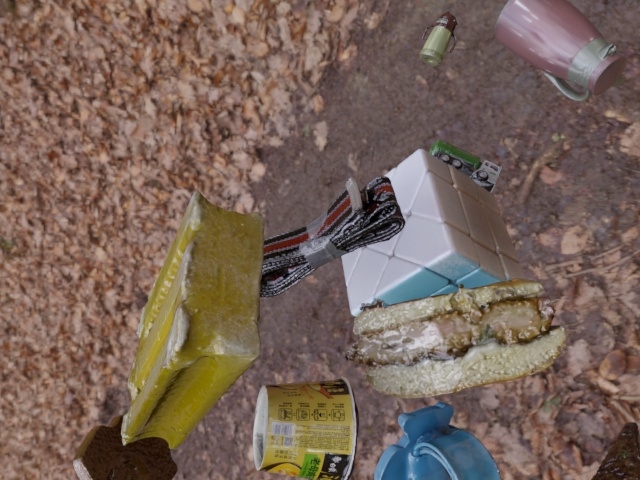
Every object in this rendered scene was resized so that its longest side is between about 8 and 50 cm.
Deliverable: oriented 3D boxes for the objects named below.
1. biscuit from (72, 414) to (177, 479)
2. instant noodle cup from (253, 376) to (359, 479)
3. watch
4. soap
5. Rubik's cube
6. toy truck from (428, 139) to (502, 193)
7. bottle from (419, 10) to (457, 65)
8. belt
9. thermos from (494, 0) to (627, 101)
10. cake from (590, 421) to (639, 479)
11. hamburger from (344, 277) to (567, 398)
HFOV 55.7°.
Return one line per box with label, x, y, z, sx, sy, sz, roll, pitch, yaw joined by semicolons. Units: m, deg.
biscuit;-0.338;0.401;1.096;0.034;0.215;0.182;-31;87;25
instant noodle cup;-0.025;0.260;0.843;0.151;0.122;0.151;-170;90;-76
watch;0.225;0.413;1.071;0.193;0.211;0.211;30;114;57
soap;-0.160;0.111;0.727;0.315;0.091;0.199;128;148;-46
Rubik's cube;0.265;0.026;1.508;0.322;0.316;0.318;-36;45;32
toy truck;0.468;-0.241;2.005;0.242;0.125;0.101;27;144;9
bottle;0.231;-0.389;1.166;0.047;0.063;0.101;16;80;60
belt;0.000;0.000;1.199;0.359;0.126;0.094;-30;44;20
thermos;0.511;-0.403;1.278;0.265;0.146;0.176;52;168;28
cake;0.639;0.513;1.305;0.135;0.246;0.112;-19;116;28
hamburger;0.212;0.145;0.931;0.282;0.245;0.155;-18;80;42
